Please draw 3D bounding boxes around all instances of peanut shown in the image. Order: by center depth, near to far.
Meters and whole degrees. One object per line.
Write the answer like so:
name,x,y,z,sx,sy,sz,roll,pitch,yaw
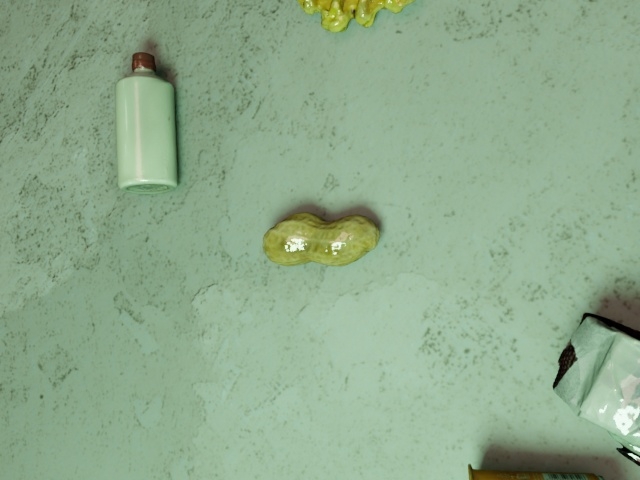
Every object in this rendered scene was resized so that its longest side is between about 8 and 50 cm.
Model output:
peanut,0.000,-0.002,1.099,0.193,0.089,0.089,0,84,16

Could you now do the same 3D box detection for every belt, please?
belt,0.436,0.212,0.861,0.289,0.184,0.164,26,98,26

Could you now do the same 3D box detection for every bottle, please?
bottle,-0.307,-0.209,1.221,0.104,0.104,0.245,-6,82,20

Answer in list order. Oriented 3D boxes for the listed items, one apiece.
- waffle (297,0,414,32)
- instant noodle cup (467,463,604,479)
waffle,0.066,-0.504,1.134,0.302,0.068,0.325,-39,75,13
instant noodle cup,0.286,0.392,0.891,0.172,0.216,0.215,-8,81,10
